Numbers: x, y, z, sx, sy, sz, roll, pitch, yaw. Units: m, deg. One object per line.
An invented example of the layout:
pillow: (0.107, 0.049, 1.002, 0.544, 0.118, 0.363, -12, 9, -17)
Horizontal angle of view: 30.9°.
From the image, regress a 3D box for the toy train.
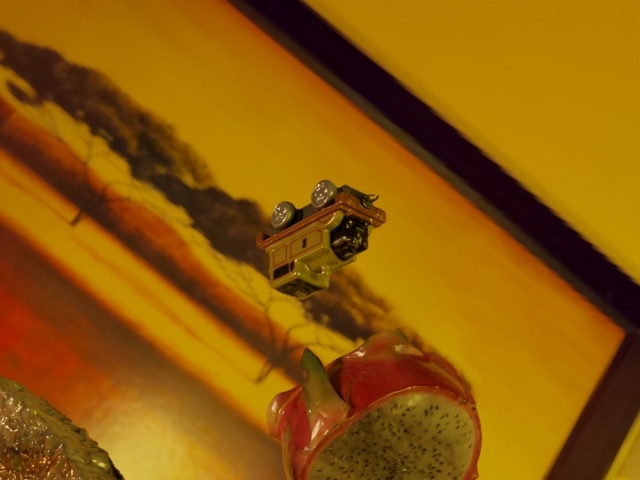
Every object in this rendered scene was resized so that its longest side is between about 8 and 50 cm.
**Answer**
toy train: (0.000, 0.000, 1.584, 0.089, 0.127, 0.219, 24, -37, -38)

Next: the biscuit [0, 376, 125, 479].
biscuit: (-0.315, 0.283, 1.341, 0.084, 0.179, 0.281, 6, 19, -39)

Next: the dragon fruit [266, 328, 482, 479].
dragon fruit: (0.073, 0.250, 1.551, 0.290, 0.291, 0.189, 55, 3, -36)
